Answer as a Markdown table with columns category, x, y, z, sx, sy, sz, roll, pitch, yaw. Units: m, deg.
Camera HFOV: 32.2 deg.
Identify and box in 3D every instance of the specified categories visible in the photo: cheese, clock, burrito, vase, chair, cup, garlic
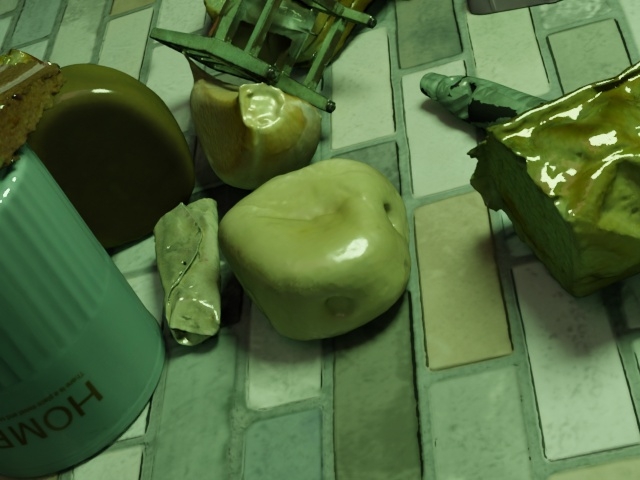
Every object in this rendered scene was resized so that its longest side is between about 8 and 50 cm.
| category | x | y | z | sx | sy | sz | roll | pitch | yaw |
| --- | --- | --- | --- | --- | --- | --- | --- | --- | --- |
| cheese | 0.000 | 0.000 | 1.229 | 0.235 | 0.117 | 0.218 | 20 | 56 | 36 |
| clock | 0.276 | -0.373 | 1.535 | 0.152 | 0.050 | 0.110 | -6 | 44 | 21 |
| burrito | -0.155 | 0.033 | 1.312 | 0.087 | 0.060 | 0.226 | -17 | 40 | 2 |
| vase | 0.198 | -0.165 | 1.348 | 0.060 | 0.060 | 0.211 | -42 | 42 | -19 |
| chair | -0.079 | -0.282 | 1.457 | 0.270 | 0.136 | 0.147 | 28 | 95 | 44 |
| cup | -0.380 | 0.060 | 1.203 | 0.331 | 0.311 | 0.257 | -1 | 46 | 26 |
| garlic | -0.092 | -0.152 | 1.401 | 0.145 | 0.164 | 0.245 | -39 | 33 | -13 |

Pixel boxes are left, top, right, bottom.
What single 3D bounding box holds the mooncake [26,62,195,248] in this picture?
| category | x | y | z | sx | sy | sz | roll | pitch | yaw |
| --- | --- | --- | --- | --- | --- | --- | --- | --- | --- |
| mooncake | -0.273 | -0.103 | 1.403 | 0.234 | 0.235 | 0.117 | -29 | 38 | -5 |

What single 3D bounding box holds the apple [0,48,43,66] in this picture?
| category | x | y | z | sx | sy | sz | roll | pitch | yaw |
| --- | --- | --- | --- | --- | --- | --- | --- | --- | --- |
| apple | -0.455 | -0.208 | 1.661 | 0.156 | 0.147 | 0.158 | -47 | 22 | 25 |

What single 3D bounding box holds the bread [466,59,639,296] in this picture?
| category | x | y | z | sx | sy | sz | roll | pitch | yaw |
| --- | --- | --- | --- | --- | --- | --- | --- | --- | --- |
| bread | 0.305 | -0.072 | 1.093 | 0.252 | 0.196 | 0.238 | -27 | 41 | -6 |

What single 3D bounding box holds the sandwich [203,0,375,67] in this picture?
| category | x | y | z | sx | sy | sz | roll | pitch | yaw |
| --- | --- | --- | --- | --- | --- | --- | --- | --- | --- |
| sandwich | -0.036 | -0.386 | 1.629 | 0.273 | 0.095 | 0.249 | 32 | 88 | 43 |

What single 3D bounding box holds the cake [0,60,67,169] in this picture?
| category | x | y | z | sx | sy | sz | roll | pitch | yaw |
| --- | --- | --- | --- | --- | --- | --- | --- | --- | --- |
| cake | -0.359 | -0.092 | 1.040 | 0.116 | 0.113 | 0.295 | 6 | 43 | 30 |
